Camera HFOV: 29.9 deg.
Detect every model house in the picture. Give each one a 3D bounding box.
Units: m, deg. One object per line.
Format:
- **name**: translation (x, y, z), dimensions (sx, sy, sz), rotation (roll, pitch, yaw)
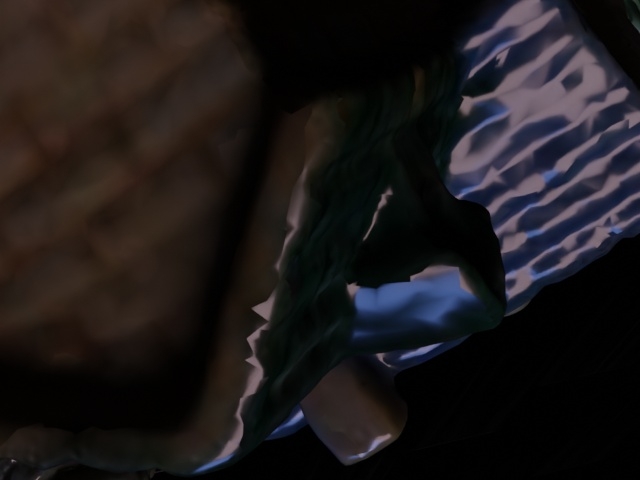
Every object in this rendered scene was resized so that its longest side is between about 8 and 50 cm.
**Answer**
- **model house**: translation (-0.012, -0.082, 0.613), dimensions (0.395, 0.400, 0.445), rotation (-30, 179, 21)

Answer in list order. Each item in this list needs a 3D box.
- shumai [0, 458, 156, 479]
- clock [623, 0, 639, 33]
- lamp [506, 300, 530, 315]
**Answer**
- **shumai**: translation (-0.248, 0.286, 1.108), dimensions (0.304, 0.263, 0.309), rotation (1, 150, -40)
- **clock**: translation (0.234, -0.185, 1.108), dimensions (0.188, 0.060, 0.148), rotation (-20, 153, 1)
- **lamp**: translation (0.222, 0.015, 1.444), dimensions (0.106, 0.106, 0.193), rotation (-9, 141, -19)
